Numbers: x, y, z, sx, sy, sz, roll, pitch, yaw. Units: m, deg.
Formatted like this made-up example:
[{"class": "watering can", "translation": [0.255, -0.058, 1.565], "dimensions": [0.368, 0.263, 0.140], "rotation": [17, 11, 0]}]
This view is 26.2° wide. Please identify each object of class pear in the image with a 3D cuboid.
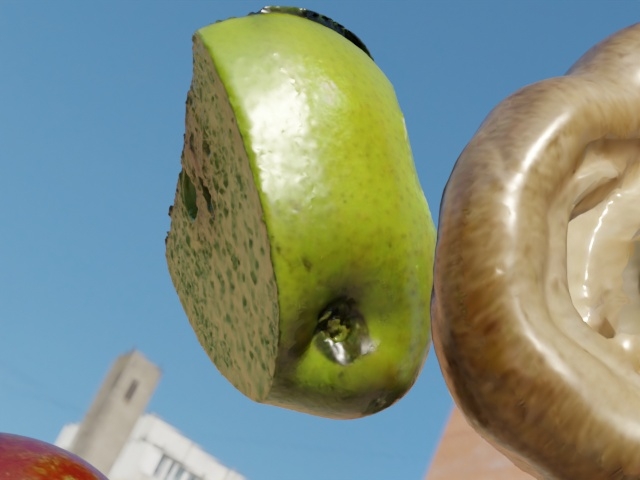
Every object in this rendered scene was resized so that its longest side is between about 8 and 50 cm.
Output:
[{"class": "pear", "translation": [0.000, 0.000, 0.988], "dimensions": [0.159, 0.292, 0.292], "rotation": [-9, -23, -19]}]

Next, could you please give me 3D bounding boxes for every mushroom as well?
[{"class": "mushroom", "translation": [0.174, 0.019, 0.651], "dimensions": [0.278, 0.278, 0.146], "rotation": [31, -26, -8]}]

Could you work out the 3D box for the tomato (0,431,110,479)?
[{"class": "tomato", "translation": [-0.202, 0.252, 0.799], "dimensions": [0.222, 0.270, 0.270], "rotation": [43, -27, 12]}]
